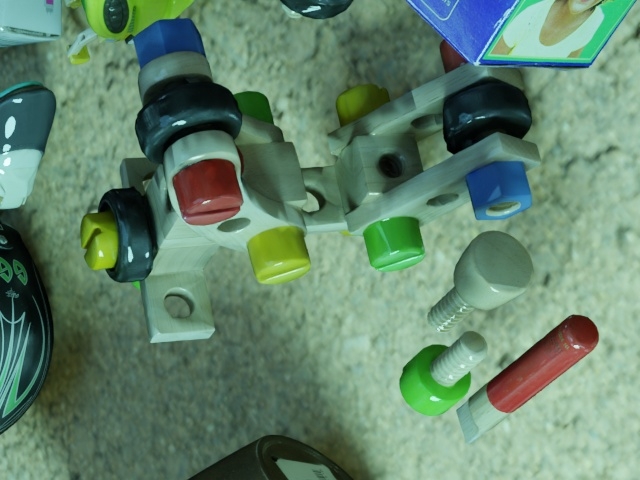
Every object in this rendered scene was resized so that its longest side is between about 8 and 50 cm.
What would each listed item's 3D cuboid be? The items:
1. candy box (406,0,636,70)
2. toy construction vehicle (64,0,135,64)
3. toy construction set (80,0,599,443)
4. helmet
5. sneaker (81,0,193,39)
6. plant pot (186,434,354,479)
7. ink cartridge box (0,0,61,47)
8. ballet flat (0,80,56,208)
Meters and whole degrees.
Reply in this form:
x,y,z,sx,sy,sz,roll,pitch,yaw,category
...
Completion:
x,y,z,sx,sy,sz,roll,pitch,yaw,category
0.111,-0.294,0.963,0.268,0.122,0.317,49,124,26,candy box
-0.156,-0.180,1.303,0.098,0.035,0.086,-26,79,39,toy construction vehicle
0.000,0.000,1.110,0.309,0.257,0.237,52,142,10,toy construction set
-0.279,0.077,1.359,0.169,0.169,0.162,-25,64,39,helmet
-0.126,-0.284,1.237,0.123,0.109,0.296,14,104,57,sneaker
-0.066,0.245,1.197,0.215,0.215,0.230,46,107,26,plant pot
-0.323,-0.302,1.400,0.324,0.071,0.330,-1,86,40,ink cartridge box
-0.251,-0.046,1.380,0.203,0.074,0.074,-34,74,44,ballet flat
